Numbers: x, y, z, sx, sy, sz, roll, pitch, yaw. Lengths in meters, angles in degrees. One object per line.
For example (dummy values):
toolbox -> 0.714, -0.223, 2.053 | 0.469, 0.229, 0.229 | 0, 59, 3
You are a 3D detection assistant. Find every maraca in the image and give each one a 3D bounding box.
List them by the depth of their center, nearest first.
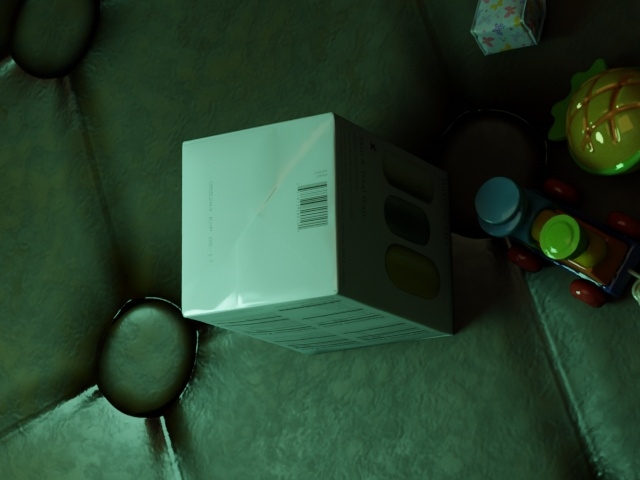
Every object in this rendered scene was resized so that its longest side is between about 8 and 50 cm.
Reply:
maraca -> 0.309, -0.134, 2.015 | 0.127, 0.099, 0.185 | -54, 31, 3

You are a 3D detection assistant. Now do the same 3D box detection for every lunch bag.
lunch bag -> 0.217, -0.256, 2.126 | 0.071, 0.053, 0.083 | -10, 47, 30

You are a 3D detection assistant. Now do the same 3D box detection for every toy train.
toy train -> 0.283, 0.011, 1.962 | 0.248, 0.143, 0.105 | 31, 95, 34

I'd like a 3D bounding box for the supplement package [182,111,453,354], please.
supplement package -> 0.000, 0.000, 2.069 | 0.198, 0.262, 0.199 | -9, 73, 29
